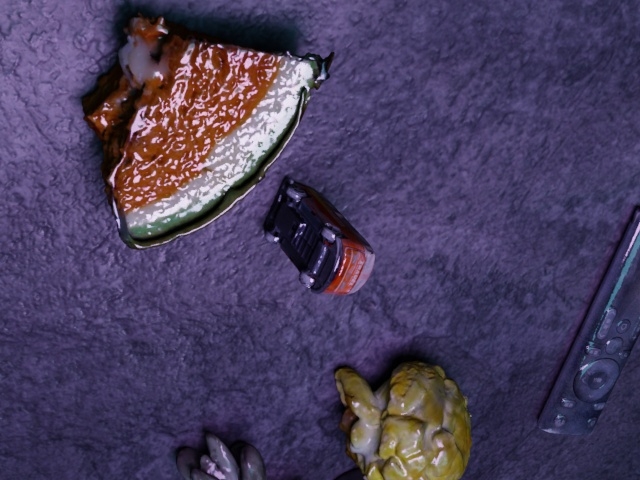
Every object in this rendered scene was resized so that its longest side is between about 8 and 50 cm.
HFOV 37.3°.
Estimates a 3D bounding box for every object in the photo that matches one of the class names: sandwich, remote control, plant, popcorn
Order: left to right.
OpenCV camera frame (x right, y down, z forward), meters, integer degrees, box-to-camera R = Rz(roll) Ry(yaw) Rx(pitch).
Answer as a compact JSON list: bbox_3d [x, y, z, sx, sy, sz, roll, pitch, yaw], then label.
[{"bbox_3d":[-0.146,-0.128,1.030,0.212,0.109,0.292,25,103,-23],"label":"sandwich"},{"bbox_3d":[-0.093,0.378,1.296,0.146,0.149,0.275,-19,119,21],"label":"plant"},{"bbox_3d":[0.108,0.251,1.300,0.212,0.198,0.198,19,111,0],"label":"popcorn"},{"bbox_3d":[0.439,0.130,1.424,0.107,0.044,0.378,10,112,-21],"label":"remote control"}]

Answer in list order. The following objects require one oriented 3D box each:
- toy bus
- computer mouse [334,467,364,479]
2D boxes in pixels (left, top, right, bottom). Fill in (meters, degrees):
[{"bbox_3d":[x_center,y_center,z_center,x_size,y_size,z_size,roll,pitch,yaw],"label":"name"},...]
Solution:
[{"bbox_3d":[0.000,0.000,1.112,0.077,0.174,0.079,14,112,-35],"label":"toy bus"},{"bbox_3d":[0.039,0.464,1.431,0.147,0.088,0.264,17,112,-25],"label":"computer mouse"}]
